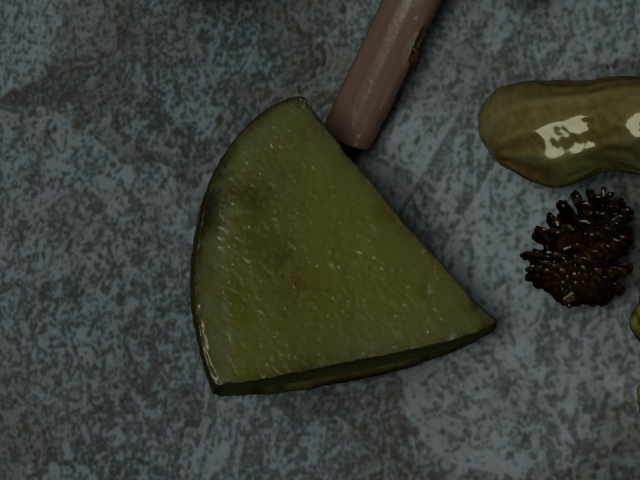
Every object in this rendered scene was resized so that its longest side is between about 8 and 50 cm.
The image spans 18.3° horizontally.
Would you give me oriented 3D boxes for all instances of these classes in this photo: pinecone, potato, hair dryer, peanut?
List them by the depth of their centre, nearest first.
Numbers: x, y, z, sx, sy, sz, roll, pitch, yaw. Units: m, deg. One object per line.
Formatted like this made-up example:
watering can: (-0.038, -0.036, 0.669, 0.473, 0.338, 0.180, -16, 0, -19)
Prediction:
pinecone: (0.237, 0.007, 1.766, 0.102, 0.102, 0.109, 35, 90, 23)
peanut: (0.241, -0.098, 1.768, 0.214, 0.090, 0.099, -2, 46, 26)
potato: (0.000, 0.000, 1.845, 0.269, 0.112, 0.255, -11, 78, -10)
hair dryer: (0.090, -0.197, 1.859, 0.189, 0.106, 0.344, 32, 109, 22)

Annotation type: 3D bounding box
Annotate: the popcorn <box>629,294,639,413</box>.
popcorn: (0.397, 0.116, 1.590, 0.282, 0.282, 0.247, -11, 68, 24)
